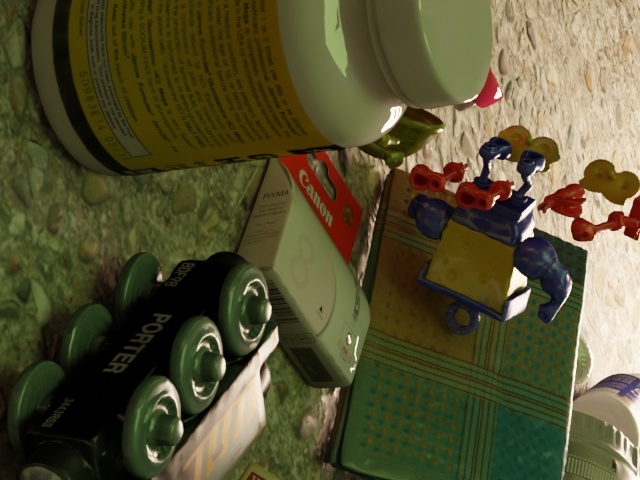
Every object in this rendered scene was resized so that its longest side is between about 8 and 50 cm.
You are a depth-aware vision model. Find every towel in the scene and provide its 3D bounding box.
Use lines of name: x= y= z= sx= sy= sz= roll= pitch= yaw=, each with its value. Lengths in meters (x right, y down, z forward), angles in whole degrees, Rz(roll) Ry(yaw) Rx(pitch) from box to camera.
towel: x=0.156 y=0.122 z=1.844 sx=0.271 sy=0.040 sz=0.370 roll=23 pitch=56 yaw=-17

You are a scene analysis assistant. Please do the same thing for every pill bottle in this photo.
pill bottle: x=0.414 y=0.245 z=2.379 sx=0.186 sy=0.112 sz=0.112 roll=-21 pitch=104 yaw=-62
pill bottle: x=-0.044 y=-0.157 z=1.351 sx=0.188 sy=0.334 sz=0.188 roll=17 pitch=70 yaw=-60

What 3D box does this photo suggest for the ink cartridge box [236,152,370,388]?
ink cartridge box: x=0.000 y=0.000 z=1.708 sx=0.189 sy=0.066 sz=0.232 roll=57 pitch=43 yaw=-41

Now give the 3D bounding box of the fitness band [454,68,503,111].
fitness band: x=0.109 y=-0.256 z=1.818 sx=0.209 sy=0.054 sz=0.291 roll=55 pitch=8 yaw=-46

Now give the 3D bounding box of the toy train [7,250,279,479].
toy train: x=-0.132 y=0.142 z=1.359 sx=0.334 sy=0.142 sz=0.190 roll=-52 pitch=142 yaw=-55

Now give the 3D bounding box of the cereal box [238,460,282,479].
cereal box: x=-0.110 y=0.299 z=1.300 sx=0.240 sy=0.047 sz=0.173 roll=-54 pitch=173 yaw=-33

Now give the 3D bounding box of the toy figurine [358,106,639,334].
toy figurine: x=0.134 y=0.000 z=1.767 sx=0.191 sy=0.362 sz=0.217 roll=-35 pitch=142 yaw=-55

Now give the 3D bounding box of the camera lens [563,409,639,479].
camera lens: x=0.239 y=0.350 z=1.915 sx=0.219 sy=0.219 sz=0.274 roll=54 pitch=40 yaw=-44

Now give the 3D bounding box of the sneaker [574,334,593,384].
sneaker: x=0.257 y=0.100 z=2.167 sx=0.085 sy=0.086 sz=0.237 roll=-51 pitch=123 yaw=-16
